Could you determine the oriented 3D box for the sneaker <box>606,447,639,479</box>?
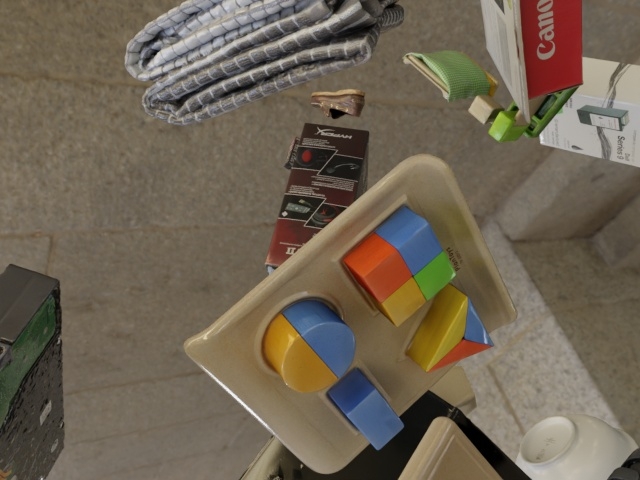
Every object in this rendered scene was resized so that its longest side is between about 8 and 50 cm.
[{"bbox_3d":[0.562,0.434,1.143,0.127,0.321,0.126,18,138,15],"label":"sneaker"}]

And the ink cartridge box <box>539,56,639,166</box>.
[{"bbox_3d":[0.668,-0.302,1.526,0.122,0.289,0.211,-55,144,-20],"label":"ink cartridge box"}]

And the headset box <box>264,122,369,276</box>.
[{"bbox_3d":[0.000,0.000,1.027,0.110,0.293,0.218,9,150,8],"label":"headset box"}]

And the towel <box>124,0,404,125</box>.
[{"bbox_3d":[-0.046,-0.232,0.750,0.283,0.121,0.235,-16,-166,25],"label":"towel"}]

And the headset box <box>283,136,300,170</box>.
[{"bbox_3d":[-0.042,-0.194,1.498,0.062,0.083,0.032,24,145,-15],"label":"headset box"}]

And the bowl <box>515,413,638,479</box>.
[{"bbox_3d":[0.548,0.494,1.476,0.298,0.134,0.298,-40,-171,8],"label":"bowl"}]

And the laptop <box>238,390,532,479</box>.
[{"bbox_3d":[0.125,0.478,1.264,0.408,0.236,0.382,44,75,-21],"label":"laptop"}]

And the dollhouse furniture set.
[{"bbox_3d":[0.357,-0.362,1.386,0.197,0.301,0.151,-12,142,-46],"label":"dollhouse furniture set"}]

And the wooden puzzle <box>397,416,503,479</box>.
[{"bbox_3d":[0.221,0.461,1.133,0.221,0.239,0.044,-51,-159,-26],"label":"wooden puzzle"}]

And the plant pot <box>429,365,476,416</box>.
[{"bbox_3d":[0.271,0.326,1.382,0.096,0.109,0.109,-20,144,2],"label":"plant pot"}]

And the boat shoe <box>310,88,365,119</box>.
[{"bbox_3d":[0.039,-0.361,1.745,0.073,0.207,0.073,5,95,-34],"label":"boat shoe"}]

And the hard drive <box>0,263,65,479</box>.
[{"bbox_3d":[-0.348,0.219,0.670,0.064,0.237,0.339,19,132,-1],"label":"hard drive"}]

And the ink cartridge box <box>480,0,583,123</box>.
[{"bbox_3d":[0.361,-0.404,1.112,0.130,0.272,0.309,-16,137,9],"label":"ink cartridge box"}]

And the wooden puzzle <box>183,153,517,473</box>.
[{"bbox_3d":[0.067,0.118,0.771,0.347,0.080,0.322,-38,129,-3],"label":"wooden puzzle"}]
